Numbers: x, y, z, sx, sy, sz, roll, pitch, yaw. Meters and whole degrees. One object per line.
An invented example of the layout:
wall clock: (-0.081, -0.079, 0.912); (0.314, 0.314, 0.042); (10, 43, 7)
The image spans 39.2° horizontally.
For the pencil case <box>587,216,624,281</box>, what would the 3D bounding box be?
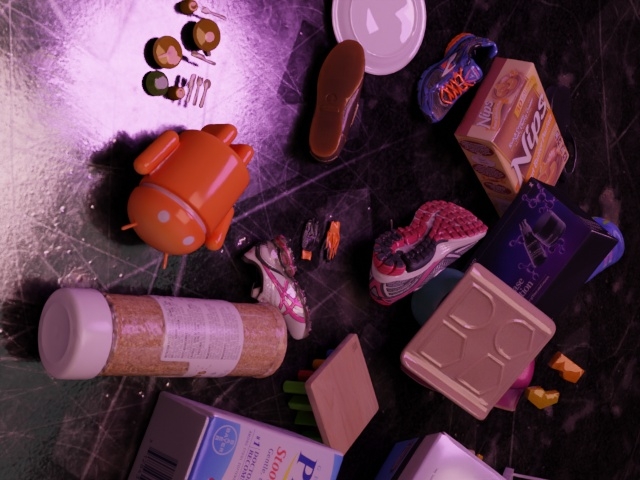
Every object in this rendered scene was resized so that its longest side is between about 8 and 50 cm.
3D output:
pencil case: (0.532, 0.038, 1.951); (0.306, 0.119, 0.133); (-23, 100, -38)

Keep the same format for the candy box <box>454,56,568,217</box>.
candy box: (0.381, -0.185, 1.757); (0.183, 0.087, 0.316); (-61, 144, -15)

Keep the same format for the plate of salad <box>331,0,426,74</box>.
plate of salad: (0.098, -0.387, 1.553); (0.200, 0.048, 0.199); (-5, 101, -31)

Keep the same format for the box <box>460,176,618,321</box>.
box: (0.407, 0.040, 1.725); (0.103, 0.184, 0.261); (17, 115, -40)

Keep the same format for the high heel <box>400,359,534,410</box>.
high heel: (0.279, 0.237, 1.701); (0.244, 0.082, 0.117); (18, 104, 1)

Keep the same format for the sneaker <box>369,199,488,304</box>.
sneaker: (0.191, 0.015, 1.659); (0.299, 0.121, 0.112); (-25, 141, -38)

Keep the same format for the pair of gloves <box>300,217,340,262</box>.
pair of gloves: (0.000, 0.000, 1.538); (0.083, 0.010, 0.074); (6, 93, -40)

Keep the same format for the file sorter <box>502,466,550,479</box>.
file sorter: (0.435, 0.601, 1.823); (0.278, 0.173, 0.192); (5, 93, -74)

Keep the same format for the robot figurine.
robot figurine: (-0.186, -0.069, 1.283); (0.219, 0.128, 0.158); (-55, 165, -23)

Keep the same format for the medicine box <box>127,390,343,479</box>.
medicine box: (-0.143, 0.401, 1.368); (0.289, 0.149, 0.263); (28, 77, -40)

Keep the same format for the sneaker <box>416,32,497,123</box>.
sneaker: (0.254, -0.308, 1.676); (0.083, 0.087, 0.221); (47, 65, -34)

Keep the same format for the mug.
mug: (0.239, 0.128, 1.702); (0.129, 0.097, 0.157); (-25, 124, -19)

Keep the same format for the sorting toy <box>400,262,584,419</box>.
sorting toy: (0.322, 0.211, 1.649); (0.307, 0.041, 0.229); (37, 93, -16)

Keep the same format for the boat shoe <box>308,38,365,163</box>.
boat shoe: (0.026, -0.229, 1.500); (0.073, 0.073, 0.207); (43, 65, -78)

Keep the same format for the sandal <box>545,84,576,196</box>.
sandal: (0.517, -0.208, 1.948); (0.097, 0.054, 0.254); (-10, 102, -41)

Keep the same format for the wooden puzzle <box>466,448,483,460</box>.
wooden puzzle: (0.292, 0.469, 1.862); (0.116, 0.014, 0.078); (25, 74, -41)

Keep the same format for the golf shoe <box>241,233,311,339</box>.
golf shoe: (-0.071, 0.084, 1.459); (0.086, 0.067, 0.186); (-22, 113, -10)

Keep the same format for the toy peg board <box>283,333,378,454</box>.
toy peg board: (0.013, 0.268, 1.555); (0.160, 0.079, 0.161); (-43, 124, -48)

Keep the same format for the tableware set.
tableware set: (-0.200, -0.276, 1.316); (0.104, 0.024, 0.154); (17, 85, -39)

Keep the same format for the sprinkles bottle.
sprinkles bottle: (-0.214, 0.137, 1.287); (0.355, 0.121, 0.121); (8, 90, -42)

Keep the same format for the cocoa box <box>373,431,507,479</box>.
cocoa box: (0.171, 0.546, 1.568); (0.231, 0.228, 0.347); (37, 67, -2)
